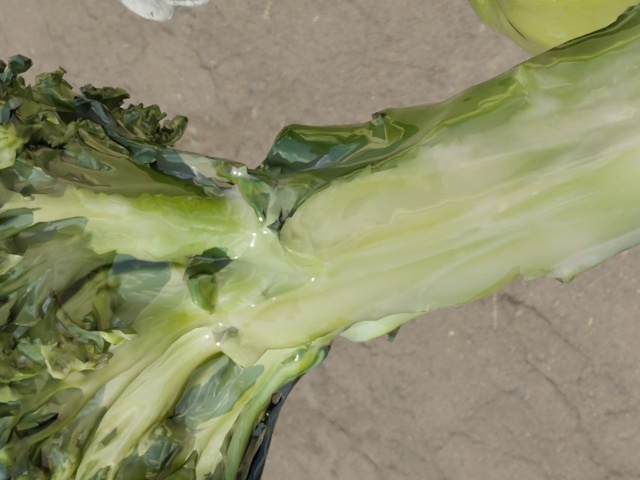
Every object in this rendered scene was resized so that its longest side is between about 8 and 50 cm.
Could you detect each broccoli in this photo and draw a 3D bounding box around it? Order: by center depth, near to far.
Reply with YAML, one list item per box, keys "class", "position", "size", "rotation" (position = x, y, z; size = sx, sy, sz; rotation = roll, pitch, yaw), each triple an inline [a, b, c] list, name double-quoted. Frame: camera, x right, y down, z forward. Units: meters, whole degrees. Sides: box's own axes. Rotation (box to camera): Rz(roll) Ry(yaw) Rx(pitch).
- class: "broccoli"
  position: [-0.011, -0.020, 0.407]
  size: [0.361, 0.221, 0.252]
  rotation: [-41, 92, 13]

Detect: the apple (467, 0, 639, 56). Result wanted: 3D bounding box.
- class: "apple"
  position: [0.313, -0.392, 0.908]
  size: [0.474, 0.474, 0.473]
  rotation: [18, 122, 31]

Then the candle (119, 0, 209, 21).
- class: "candle"
  position: [-0.185, -0.318, 0.981]
  size: [0.168, 0.068, 0.192]
  rotation: [42, 157, -26]
